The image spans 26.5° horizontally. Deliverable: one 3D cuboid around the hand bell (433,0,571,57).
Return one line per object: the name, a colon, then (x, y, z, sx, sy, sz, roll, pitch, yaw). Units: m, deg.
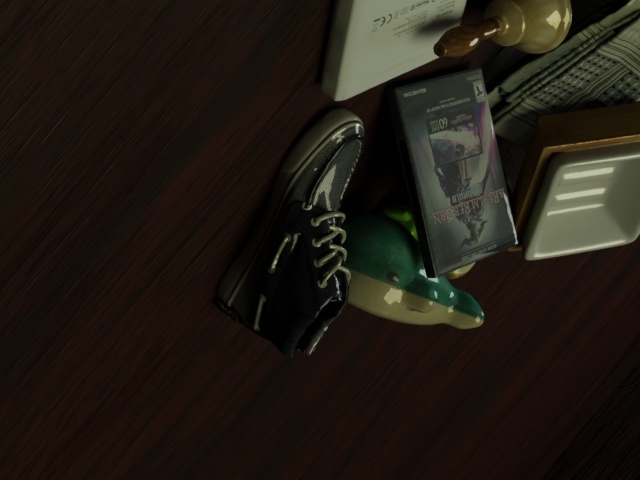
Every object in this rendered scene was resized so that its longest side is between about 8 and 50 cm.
hand bell: (0.226, -0.284, 1.840, 0.242, 0.126, 0.126, -30, 146, -45)

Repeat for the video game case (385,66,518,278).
video game case: (0.194, -0.102, 1.970, 0.196, 0.026, 0.274, -19, 98, -43)

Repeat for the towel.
towel: (0.432, -0.231, 2.101, 0.312, 0.056, 0.324, -32, 143, 29)

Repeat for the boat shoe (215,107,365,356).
boat shoe: (0.000, 0.000, 1.852, 0.127, 0.158, 0.340, -2, 127, -54)

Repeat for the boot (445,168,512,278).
boot: (0.225, -0.093, 2.125, 0.262, 0.095, 0.203, -52, 141, -42)

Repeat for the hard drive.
hard drive: (0.118, -0.360, 1.707, 0.233, 0.047, 0.353, -28, 145, -35)

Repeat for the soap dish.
soap dish: (0.422, -0.096, 2.159, 0.229, 0.118, 0.291, -9, 149, -11)

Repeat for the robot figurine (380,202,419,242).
robot figurine: (0.128, -0.015, 2.114, 0.115, 0.067, 0.101, 49, 53, -61)

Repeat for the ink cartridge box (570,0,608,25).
ink cartridge box: (0.456, -0.395, 2.062, 0.127, 0.128, 0.176, -42, 152, -14)

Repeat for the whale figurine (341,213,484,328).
whale figurine: (0.123, 0.049, 2.019, 0.272, 0.216, 0.141, 19, 91, -24)
